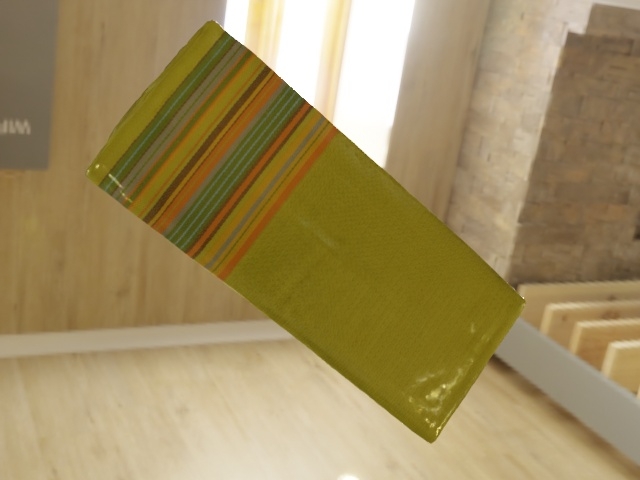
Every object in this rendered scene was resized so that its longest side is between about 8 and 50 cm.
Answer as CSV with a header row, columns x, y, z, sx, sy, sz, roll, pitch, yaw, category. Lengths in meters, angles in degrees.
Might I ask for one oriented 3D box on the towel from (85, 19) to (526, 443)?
x,y,z,sx,sy,sz,roll,pitch,yaw,category
0.000,0.000,0.455,0.237,0.102,0.021,40,169,-14,towel
